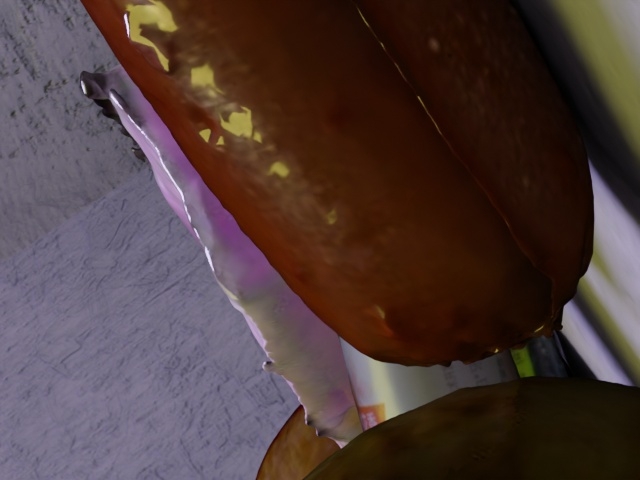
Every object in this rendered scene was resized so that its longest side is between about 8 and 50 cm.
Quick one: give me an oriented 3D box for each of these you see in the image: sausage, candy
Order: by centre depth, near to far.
[{"bbox_3d":[-0.033,-0.104,0.481,0.330,0.102,0.102,56,178,-23],"label":"sausage"},{"bbox_3d":[0.000,0.000,0.935,0.155,0.116,0.265,54,176,29],"label":"candy"}]

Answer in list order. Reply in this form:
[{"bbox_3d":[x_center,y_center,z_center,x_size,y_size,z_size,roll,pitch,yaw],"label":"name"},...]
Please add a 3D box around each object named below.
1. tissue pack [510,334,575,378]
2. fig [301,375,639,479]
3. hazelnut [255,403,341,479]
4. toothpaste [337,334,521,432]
[{"bbox_3d":[0.112,0.174,0.833,0.173,0.073,0.235,62,-167,-55],"label":"tissue pack"},{"bbox_3d":[0.088,0.116,0.576,0.217,0.217,0.321,56,-154,-6],"label":"fig"},{"bbox_3d":[0.071,0.206,1.409,0.229,0.229,0.229,56,177,4],"label":"hazelnut"},{"bbox_3d":[0.027,0.003,0.725,0.100,0.066,0.323,68,-176,-88],"label":"toothpaste"}]
